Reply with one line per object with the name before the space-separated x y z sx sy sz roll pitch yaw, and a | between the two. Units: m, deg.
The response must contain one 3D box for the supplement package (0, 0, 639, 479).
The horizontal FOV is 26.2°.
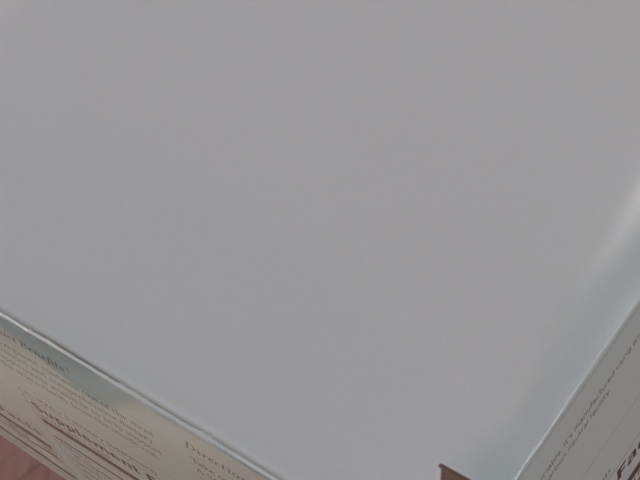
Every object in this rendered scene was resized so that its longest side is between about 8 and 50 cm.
supplement package | 0.000 0.000 0.460 0.262 0.145 0.204 26 64 30
